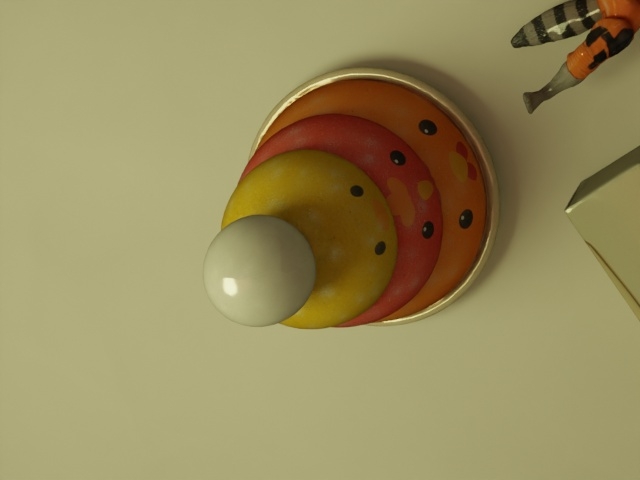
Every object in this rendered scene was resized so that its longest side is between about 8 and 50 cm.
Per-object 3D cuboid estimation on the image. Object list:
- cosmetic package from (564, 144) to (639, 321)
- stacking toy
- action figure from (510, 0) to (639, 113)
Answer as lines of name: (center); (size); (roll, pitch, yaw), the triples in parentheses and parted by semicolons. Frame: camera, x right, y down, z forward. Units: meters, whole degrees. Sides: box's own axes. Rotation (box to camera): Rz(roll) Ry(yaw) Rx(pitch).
cosmetic package: (0.433, 0.043, 1.442); (0.113, 0.160, 0.309); (-35, 91, 25)
stacking toy: (0.000, 0.000, 1.408); (0.351, 0.480, 0.350); (6, 108, 18)
action figure: (0.351, -0.341, 1.387); (0.330, 0.178, 0.341); (-20, 75, 15)
